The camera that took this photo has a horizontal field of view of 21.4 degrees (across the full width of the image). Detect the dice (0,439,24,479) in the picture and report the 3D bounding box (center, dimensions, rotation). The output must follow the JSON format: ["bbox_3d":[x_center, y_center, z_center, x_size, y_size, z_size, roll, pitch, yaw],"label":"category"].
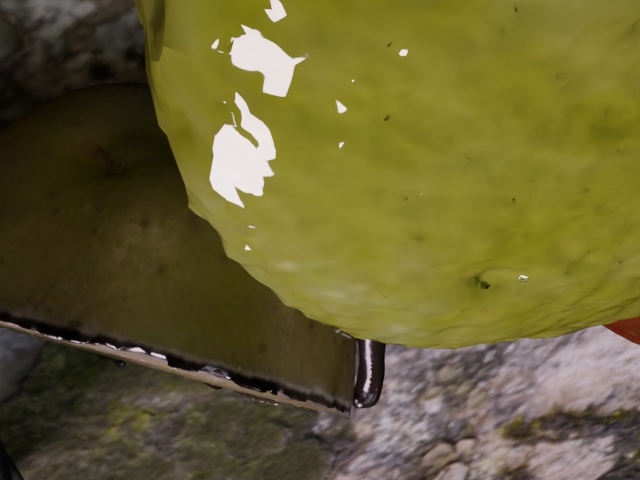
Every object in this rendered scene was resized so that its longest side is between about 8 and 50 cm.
[{"bbox_3d":[-0.208,0.174,0.742,0.183,0.182,0.181,-24,142,-6],"label":"dice"}]

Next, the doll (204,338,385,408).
[{"bbox_3d":[0.000,0.000,0.795,0.139,0.057,0.165,11,121,-36],"label":"doll"}]

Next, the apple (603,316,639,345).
[{"bbox_3d":[0.172,-0.056,0.717,0.230,0.230,0.230,-18,140,-16],"label":"apple"}]

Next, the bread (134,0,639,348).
[{"bbox_3d":[0.077,-0.163,0.463,0.348,0.308,0.348,-22,147,-16],"label":"bread"}]

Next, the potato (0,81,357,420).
[{"bbox_3d":[-0.071,-0.004,0.686,0.182,0.202,0.117,35,69,-78],"label":"potato"}]
